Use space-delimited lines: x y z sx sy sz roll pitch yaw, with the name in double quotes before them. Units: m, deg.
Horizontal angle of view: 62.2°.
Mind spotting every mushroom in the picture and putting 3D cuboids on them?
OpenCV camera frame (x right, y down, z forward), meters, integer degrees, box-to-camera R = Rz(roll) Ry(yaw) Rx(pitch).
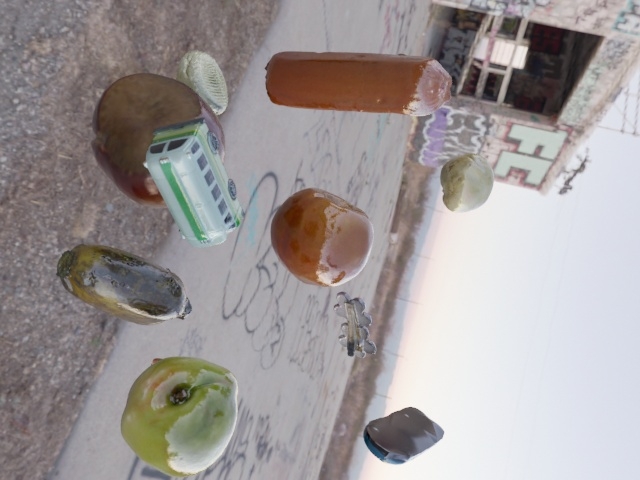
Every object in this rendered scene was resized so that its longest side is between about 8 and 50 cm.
"mushroom" 0.340 -0.134 1.239 0.112 0.148 0.148 4 -104 53

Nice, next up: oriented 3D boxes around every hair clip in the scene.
"hair clip" 0.108 0.286 1.754 0.075 0.146 0.257 -27 118 -44

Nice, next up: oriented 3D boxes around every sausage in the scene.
"sausage" 0.048 -0.272 0.914 0.094 0.349 0.097 -41 136 -58

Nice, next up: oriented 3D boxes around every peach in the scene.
"peach" 0.000 0.000 1.757 0.301 0.343 0.343 -62 176 12
"peach" -0.368 0.472 1.416 0.281 0.314 0.315 -113 -145 -44

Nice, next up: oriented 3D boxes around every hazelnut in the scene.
"hazelnut" -0.469 -0.274 1.532 0.359 0.409 0.359 -35 152 -22

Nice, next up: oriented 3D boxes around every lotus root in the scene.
"lotus root" -0.539 0.133 1.499 0.397 0.196 0.179 31 66 -39

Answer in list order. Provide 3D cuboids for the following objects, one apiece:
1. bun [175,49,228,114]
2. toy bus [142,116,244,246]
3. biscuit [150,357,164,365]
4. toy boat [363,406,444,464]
"bun" -0.411 -0.522 1.786 0.220 0.134 0.220 -14 90 -69
"toy bus" -0.285 -0.119 1.212 0.164 0.134 0.276 -83 159 -53
"biscuit" -0.530 0.422 1.777 0.015 0.078 0.091 -76 167 -45
"toy boat" 0.203 0.521 1.365 0.299 0.134 0.092 6 116 -52
